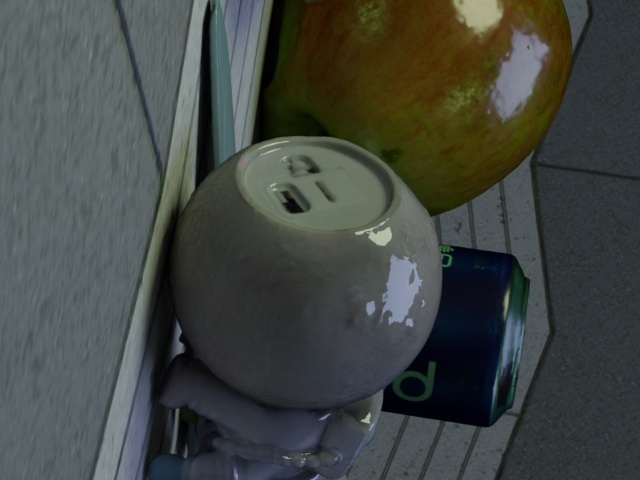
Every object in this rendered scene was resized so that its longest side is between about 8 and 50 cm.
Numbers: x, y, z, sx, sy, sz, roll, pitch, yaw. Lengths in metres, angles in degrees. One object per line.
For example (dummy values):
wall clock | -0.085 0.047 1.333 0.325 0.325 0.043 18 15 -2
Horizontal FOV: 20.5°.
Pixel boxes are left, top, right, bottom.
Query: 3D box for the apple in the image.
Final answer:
apple | 0.055 -0.134 1.311 0.226 0.246 0.246 -49 166 -16

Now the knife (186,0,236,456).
knife | -0.055 -0.001 1.034 0.080 0.044 0.331 -77 171 -57

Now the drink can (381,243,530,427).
drink can | 0.031 0.053 1.161 0.118 0.204 0.118 7 90 -85

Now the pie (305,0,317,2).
pie | 0.009 -0.293 1.059 0.337 0.075 0.338 -171 -90 -88

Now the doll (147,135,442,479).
doll | -0.020 0.085 0.963 0.151 0.151 0.287 -77 178 -56
